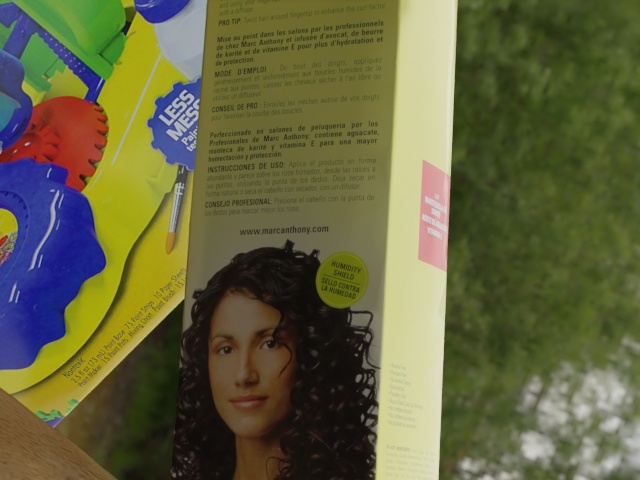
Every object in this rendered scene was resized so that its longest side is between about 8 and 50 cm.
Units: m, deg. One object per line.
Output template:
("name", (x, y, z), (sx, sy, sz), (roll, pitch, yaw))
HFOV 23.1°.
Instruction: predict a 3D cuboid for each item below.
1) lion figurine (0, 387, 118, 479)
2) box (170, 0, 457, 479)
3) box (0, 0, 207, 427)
("lion figurine", (-0.129, 0.108, 0.579), (0.142, 0.392, 0.240), (-35, -166, 12))
("box", (0.000, 0.000, 0.566), (0.058, 0.087, 0.232), (23, 67, -60))
("box", (-0.191, -0.073, 0.757), (0.290, 0.279, 0.177), (-45, -151, 10))
